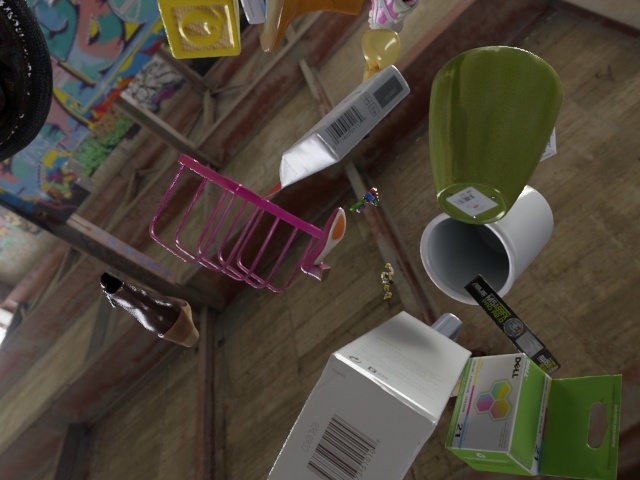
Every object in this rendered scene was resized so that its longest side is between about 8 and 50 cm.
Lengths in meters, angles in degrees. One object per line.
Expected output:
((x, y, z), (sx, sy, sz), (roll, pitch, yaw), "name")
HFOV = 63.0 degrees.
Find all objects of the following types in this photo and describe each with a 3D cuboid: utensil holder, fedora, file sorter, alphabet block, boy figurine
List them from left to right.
((-0.571, -0.274, 0.767), (0.334, 0.334, 0.152), (-53, -139, 0), "fedora")
((-0.318, -0.631, 1.399), (0.193, 0.193, 0.197), (-5, -119, -2), "alphabet block")
((-0.181, -0.021, 1.123), (0.202, 0.291, 0.182), (29, -90, 38), "file sorter")
((0.117, -0.369, 1.247), (0.285, 0.092, 0.177), (103, 3, -59), "boy figurine")
((0.586, -0.009, 1.800), (0.328, 0.327, 0.386), (-13, -168, 48), "utensil holder")

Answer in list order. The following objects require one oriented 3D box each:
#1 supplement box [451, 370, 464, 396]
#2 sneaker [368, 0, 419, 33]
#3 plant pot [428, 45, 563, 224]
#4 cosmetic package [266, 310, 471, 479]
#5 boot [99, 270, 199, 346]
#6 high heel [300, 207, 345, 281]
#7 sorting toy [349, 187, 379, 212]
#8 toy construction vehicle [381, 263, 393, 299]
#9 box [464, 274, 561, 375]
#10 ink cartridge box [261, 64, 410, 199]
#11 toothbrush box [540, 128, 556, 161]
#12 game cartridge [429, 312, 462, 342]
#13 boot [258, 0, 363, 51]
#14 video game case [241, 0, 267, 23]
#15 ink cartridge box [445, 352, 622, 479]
((0.347, 0.342, 1.269), (0.099, 0.062, 0.036), (-20, -141, 21), "supplement box")
((0.177, -0.557, 1.223), (0.111, 0.252, 0.102), (24, -93, 16), "sneaker")
((0.335, -0.190, 1.075), (0.275, 0.275, 0.293), (-13, -132, 48), "plant pot")
((0.099, 0.258, 0.804), (0.156, 0.385, 0.217), (30, -77, 20), "cosmetic package")
((-0.365, 0.122, 1.090), (0.090, 0.207, 0.248), (-52, -149, -13), "boot")
((0.000, 0.000, 1.621), (0.117, 0.082, 0.243), (29, -64, 35), "high heel")
((0.126, -0.100, 1.390), (0.102, 0.042, 0.061), (-43, -178, -28), "sorting toy")
((0.235, 0.141, 1.810), (0.035, 0.085, 0.098), (-1, -134, -1), "toy construction vehicle")
((0.529, 0.237, 1.441), (0.060, 0.216, 0.270), (-42, -130, 10), "box")
((0.002, -0.160, 0.800), (0.189, 0.066, 0.232), (-47, -159, -30), "ink cartridge box")
((0.562, -0.334, 1.665), (0.216, 0.296, 0.126), (-30, -132, 55), "toothbrush box")
((0.224, 0.299, 1.186), (0.196, 0.294, 0.060), (-28, -125, -36), "game cartridge")
((-0.005, -0.508, 1.094), (0.104, 0.211, 0.294), (6, -95, 57), "boot")
((-0.132, -0.570, 0.815), (0.036, 0.300, 0.328), (-6, -118, 8), "video game case")
((0.366, 0.297, 0.907), (0.255, 0.097, 0.188), (-23, -146, 50), "ink cartridge box")
